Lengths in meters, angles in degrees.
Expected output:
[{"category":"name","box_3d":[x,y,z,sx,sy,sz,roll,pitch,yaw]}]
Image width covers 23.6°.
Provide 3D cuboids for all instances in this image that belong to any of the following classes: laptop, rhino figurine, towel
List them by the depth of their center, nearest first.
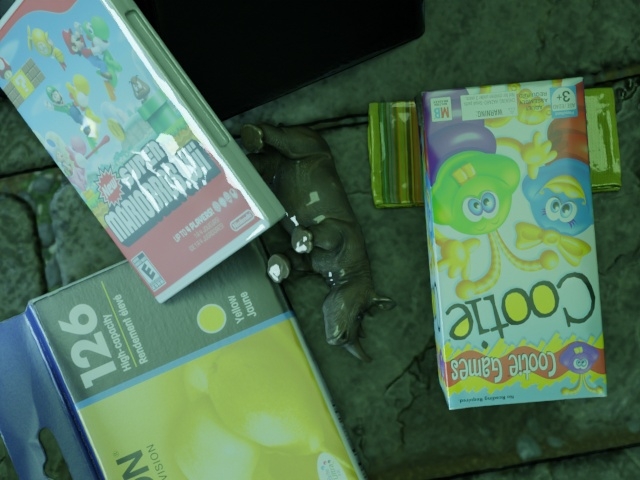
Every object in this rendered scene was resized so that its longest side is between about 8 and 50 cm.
[{"category":"laptop","box_3d":[-0.147,-0.306,1.346,0.407,0.382,0.236,16,49,22]},{"category":"rhino figurine","box_3d":[0.000,0.000,1.418,0.073,0.106,0.243,-27,86,38]},{"category":"towel","box_3d":[0.164,-0.089,1.454,0.237,0.021,0.102,-4,87,2]}]

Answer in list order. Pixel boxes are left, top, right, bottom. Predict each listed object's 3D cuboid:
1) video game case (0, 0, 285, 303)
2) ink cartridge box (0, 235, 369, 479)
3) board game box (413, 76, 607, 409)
[{"category":"video game case","box_3d":[-0.170,-0.096,1.319,0.025,0.204,0.285,-37,93,-40]},{"category":"ink cartridge box","box_3d":[-0.147,0.166,1.428,0.307,0.072,0.304,-24,86,-1]},{"category":"board game box","box_3d":[0.168,0.000,1.372,0.144,0.142,0.275,-5,93,2]}]
